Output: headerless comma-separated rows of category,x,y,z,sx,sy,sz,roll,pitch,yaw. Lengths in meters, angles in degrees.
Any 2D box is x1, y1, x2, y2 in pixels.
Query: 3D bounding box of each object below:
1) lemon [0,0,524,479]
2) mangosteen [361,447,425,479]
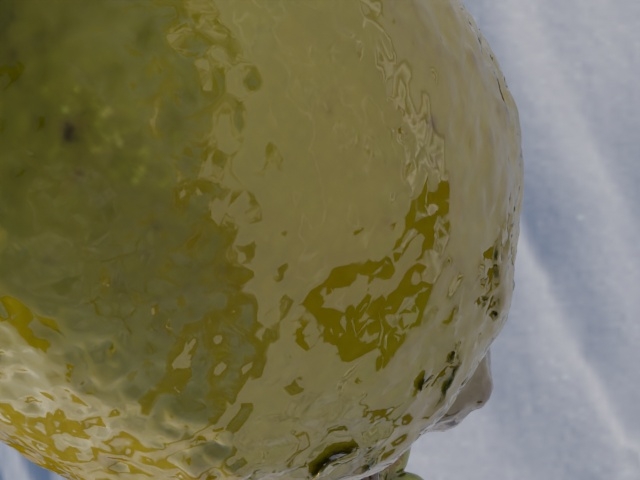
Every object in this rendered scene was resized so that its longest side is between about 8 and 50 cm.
lemon,-0.051,-0.026,0.697,0.245,0.320,0.245,-36,26,21
mangosteen,-0.003,0.177,1.175,0.217,0.192,0.192,-6,87,28
